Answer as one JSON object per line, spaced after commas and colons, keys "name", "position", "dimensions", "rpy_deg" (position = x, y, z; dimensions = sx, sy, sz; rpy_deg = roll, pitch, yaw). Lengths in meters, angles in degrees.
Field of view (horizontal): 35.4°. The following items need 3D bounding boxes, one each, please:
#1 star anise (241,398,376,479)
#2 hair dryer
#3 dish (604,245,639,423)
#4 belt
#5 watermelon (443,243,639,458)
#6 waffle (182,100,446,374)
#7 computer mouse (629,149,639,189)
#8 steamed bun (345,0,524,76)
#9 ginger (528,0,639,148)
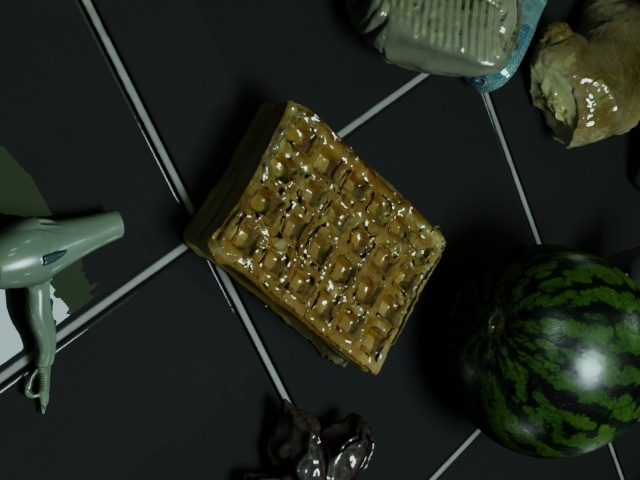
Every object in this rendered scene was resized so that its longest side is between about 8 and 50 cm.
{"name": "star anise", "position": [0.004, 0.312, 1.217], "dimensions": [0.220, 0.099, 0.214], "rpy_deg": [36, 81, -35]}
{"name": "hair dryer", "position": [-0.254, 0.056, 1.021], "dimensions": [0.167, 0.067, 0.199], "rpy_deg": [-37, 126, -37]}
{"name": "dish", "position": [0.449, 0.134, 1.475], "dimensions": [0.120, 0.303, 0.303], "rpy_deg": [2, 93, -22]}
{"name": "belt", "position": [0.274, -0.339, 1.391], "dimensions": [0.072, 0.087, 0.302], "rpy_deg": [37, 70, -22]}
{"name": "watermelon", "position": [0.302, 0.144, 1.328], "dimensions": [0.285, 0.285, 0.285], "rpy_deg": [-4, 96, -39]}
{"name": "waffle", "position": [0.001, 0.000, 1.191], "dimensions": [0.308, 0.091, 0.213], "rpy_deg": [41, 69, -34]}
{"name": "computer mouse", "position": [0.619, -0.189, 1.560], "dimensions": [0.122, 0.188, 0.371], "rpy_deg": [-49, 159, -51]}
{"name": "steamed bun", "position": [0.136, -0.299, 1.248], "dimensions": [0.218, 0.144, 0.211], "rpy_deg": [9, 79, -9]}
{"name": "ginger", "position": [0.407, -0.263, 1.479], "dimensions": [0.221, 0.130, 0.275], "rpy_deg": [26, 67, -21]}
